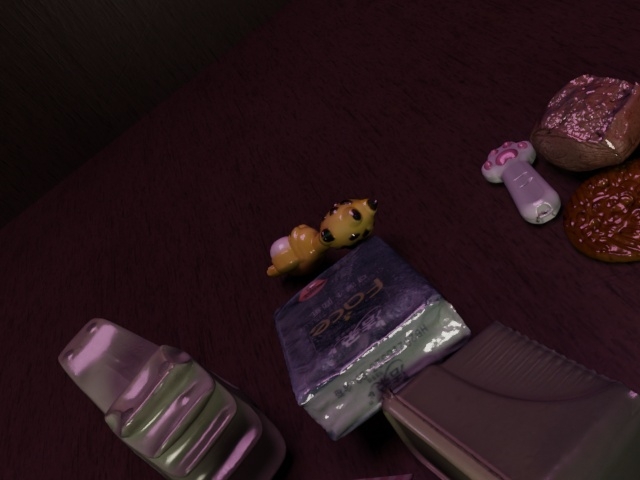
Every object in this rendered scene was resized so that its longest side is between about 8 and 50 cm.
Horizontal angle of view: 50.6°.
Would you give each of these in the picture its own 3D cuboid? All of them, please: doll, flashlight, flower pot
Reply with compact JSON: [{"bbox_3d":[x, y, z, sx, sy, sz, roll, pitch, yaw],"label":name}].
[{"bbox_3d":[0.000,-0.001,1.191,0.117,0.086,0.291,-23,-6,-38],"label":"doll"},{"bbox_3d":[0.319,-0.097,1.078,0.093,0.047,0.200,-31,34,14],"label":"flashlight"},{"bbox_3d":[-0.233,0.253,1.030,0.368,0.254,0.164,11,58,52],"label":"flower pot"}]

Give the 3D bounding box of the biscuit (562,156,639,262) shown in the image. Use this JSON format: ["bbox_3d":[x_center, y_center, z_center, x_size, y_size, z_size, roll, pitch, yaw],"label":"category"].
[{"bbox_3d":[0.427,-0.048,0.934,0.188,0.027,0.187,-27,36,21],"label":"biscuit"}]

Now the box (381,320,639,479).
[{"bbox_3d":[0.218,0.212,0.757,0.178,0.138,0.274,-41,34,-14],"label":"box"}]

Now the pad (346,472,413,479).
[{"bbox_3d":[-0.040,0.363,0.814,0.300,0.005,0.202,-25,13,44],"label":"pad"}]

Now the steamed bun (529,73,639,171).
[{"bbox_3d":[0.404,-0.177,1.023,0.145,0.106,0.175,-44,28,-16],"label":"steamed bun"}]

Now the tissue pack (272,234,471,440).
[{"bbox_3d":[0.056,0.123,0.980,0.228,0.103,0.315,-39,18,1],"label":"tissue pack"}]
